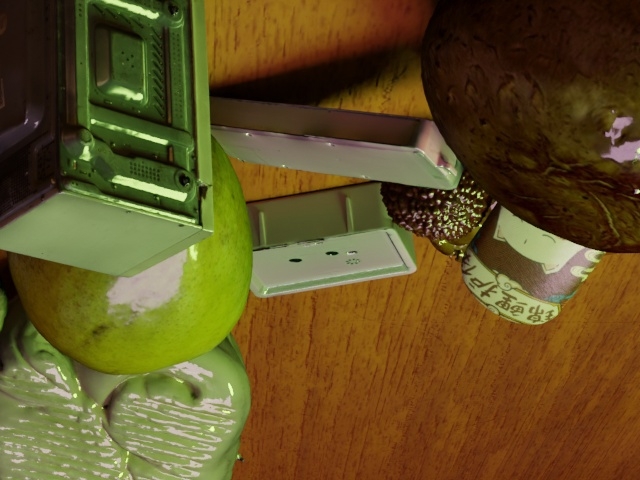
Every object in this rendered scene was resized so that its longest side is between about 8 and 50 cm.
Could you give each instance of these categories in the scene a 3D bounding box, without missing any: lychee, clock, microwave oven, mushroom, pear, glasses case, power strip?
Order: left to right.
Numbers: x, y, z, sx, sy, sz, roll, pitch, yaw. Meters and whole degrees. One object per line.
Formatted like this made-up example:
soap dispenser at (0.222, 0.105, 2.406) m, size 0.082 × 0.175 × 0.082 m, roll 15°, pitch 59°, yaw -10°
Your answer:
microwave oven at (-0.200, -0.114, 1.645) m, size 0.194 × 0.241 × 0.145 m, roll 17°, pitch 150°, yaw -41°
pear at (-0.186, 0.003, 1.910) m, size 0.252 × 0.253 × 0.307 m, roll 1°, pitch 156°, yaw -12°
clock at (0.000, 0.000, 2.185) m, size 0.197 × 0.063 × 0.150 m, roll -10°, pitch 157°, yaw 12°
power strip at (0.009, -0.097, 1.874) m, size 0.278 × 0.038 × 0.109 m, roll 8°, pitch 164°, yaw 28°
lychee at (0.123, -0.057, 1.998) m, size 0.123 × 0.123 × 0.129 m, roll -3°, pitch -177°, yaw -3°
glasses case at (0.257, -0.043, 1.959) m, size 0.122 × 0.082 × 0.321 m, roll 32°, pitch 124°, yaw 0°
mushroom at (0.237, -0.117, 1.708) m, size 0.345 × 0.239 × 0.345 m, roll 12°, pitch 139°, yaw 11°

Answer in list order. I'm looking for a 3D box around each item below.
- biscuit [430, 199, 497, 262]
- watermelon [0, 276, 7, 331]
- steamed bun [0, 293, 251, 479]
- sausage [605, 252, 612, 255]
biscuit at (0.232, -0.018, 2.215) m, size 0.225 × 0.042 × 0.226 m, roll -3°, pitch 157°, yaw -1°
watermelon at (-0.488, 0.043, 2.049) m, size 0.330 × 0.189 × 0.331 m, roll 8°, pitch 153°, yaw 4°
steamed bun at (-0.251, 0.181, 2.335) m, size 0.342 × 0.255 × 0.368 m, roll 12°, pitch 129°, yaw -5°
sausage at (0.343, -0.054, 2.042) m, size 0.258 × 0.133 × 0.133 m, roll -18°, pitch 154°, yaw 27°
